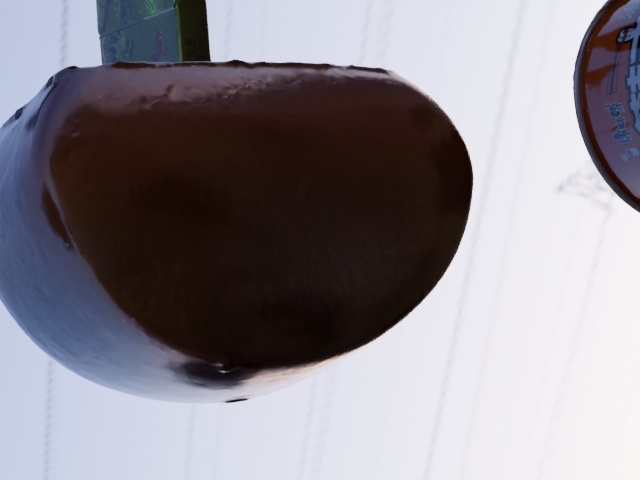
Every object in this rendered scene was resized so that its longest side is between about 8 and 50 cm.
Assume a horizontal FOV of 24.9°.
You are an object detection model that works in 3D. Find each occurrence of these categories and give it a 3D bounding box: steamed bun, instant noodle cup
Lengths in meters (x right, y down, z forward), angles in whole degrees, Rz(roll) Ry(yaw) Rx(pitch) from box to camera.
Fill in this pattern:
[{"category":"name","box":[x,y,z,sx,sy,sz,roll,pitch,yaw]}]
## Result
[{"category":"steamed bun","box":[-0.069,0.001,1.153,0.379,0.235,0.248,-2,-103,-32]},{"category":"instant noodle cup","box":[0.381,-0.145,1.287,0.250,0.250,0.192,-52,14,-22]}]

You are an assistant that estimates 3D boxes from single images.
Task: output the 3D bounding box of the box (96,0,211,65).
[{"category":"box","box":[-0.172,-0.154,1.525,0.043,0.173,0.311,-4,-91,-36]}]
